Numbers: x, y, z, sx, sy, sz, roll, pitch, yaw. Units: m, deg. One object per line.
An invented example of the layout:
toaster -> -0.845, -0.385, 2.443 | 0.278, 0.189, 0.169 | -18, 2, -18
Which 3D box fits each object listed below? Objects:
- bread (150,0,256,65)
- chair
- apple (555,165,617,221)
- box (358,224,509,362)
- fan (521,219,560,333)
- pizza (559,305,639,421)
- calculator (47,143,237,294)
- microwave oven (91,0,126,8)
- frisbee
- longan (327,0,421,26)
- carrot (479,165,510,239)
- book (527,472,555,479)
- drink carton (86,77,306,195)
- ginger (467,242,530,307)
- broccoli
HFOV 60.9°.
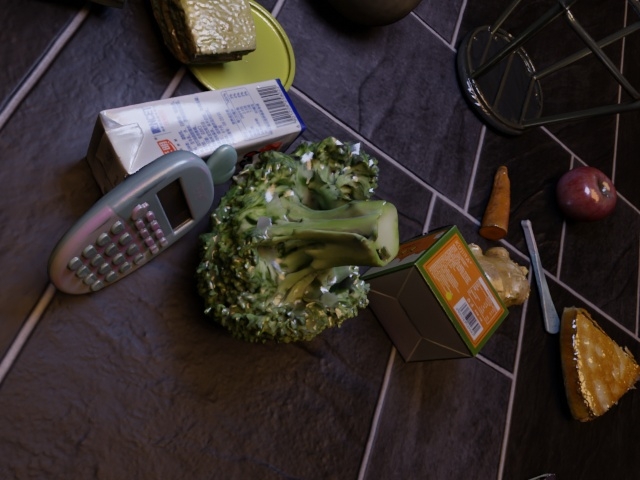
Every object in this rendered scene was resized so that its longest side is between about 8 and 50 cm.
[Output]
bread -> -0.200, -0.388, 0.912 | 0.138, 0.102, 0.196 | -20, 91, -33
chair -> 0.567, -0.465, 1.268 | 0.362, 0.410, 0.364 | 35, 59, -21
apple -> 0.690, -0.119, 1.425 | 0.153, 0.120, 0.153 | 12, 65, -26
box -> 0.204, 0.102, 1.003 | 0.148, 0.177, 0.195 | -38, 98, -34
fan -> 0.533, 0.085, 1.321 | 0.057, 0.023, 0.281 | -4, 79, -32
pizza -> 0.656, 0.273, 1.310 | 0.288, 0.074, 0.251 | -13, 85, -37
calculator -> -0.235, -0.034, 0.747 | 0.299, 0.185, 0.041 | -42, 76, -17
microwave oven -> -0.421, -0.534, 0.701 | 0.394, 0.333, 0.247 | 7, 68, -31
frisbee -> -0.151, -0.353, 1.006 | 0.236, 0.017, 0.235 | 11, 70, -31
longan -> 0.106, -0.566, 1.099 | 0.258, 0.258, 0.258 | 10, 70, -31
carrot -> 0.421, -0.099, 1.285 | 0.061, 0.061, 0.209 | 34, 56, -21
book -> 0.404, 0.571, 1.089 | 0.231, 0.026, 0.157 | 1, 78, -33
drink carton -> -0.187, -0.154, 0.850 | 0.315, 0.130, 0.106 | -24, 81, -36
ginger -> 0.365, 0.083, 1.162 | 0.216, 0.102, 0.157 | -6, 52, -29
broccoli -> -0.005, 0.011, 0.845 | 0.375, 0.302, 0.249 | -56, 148, -31
